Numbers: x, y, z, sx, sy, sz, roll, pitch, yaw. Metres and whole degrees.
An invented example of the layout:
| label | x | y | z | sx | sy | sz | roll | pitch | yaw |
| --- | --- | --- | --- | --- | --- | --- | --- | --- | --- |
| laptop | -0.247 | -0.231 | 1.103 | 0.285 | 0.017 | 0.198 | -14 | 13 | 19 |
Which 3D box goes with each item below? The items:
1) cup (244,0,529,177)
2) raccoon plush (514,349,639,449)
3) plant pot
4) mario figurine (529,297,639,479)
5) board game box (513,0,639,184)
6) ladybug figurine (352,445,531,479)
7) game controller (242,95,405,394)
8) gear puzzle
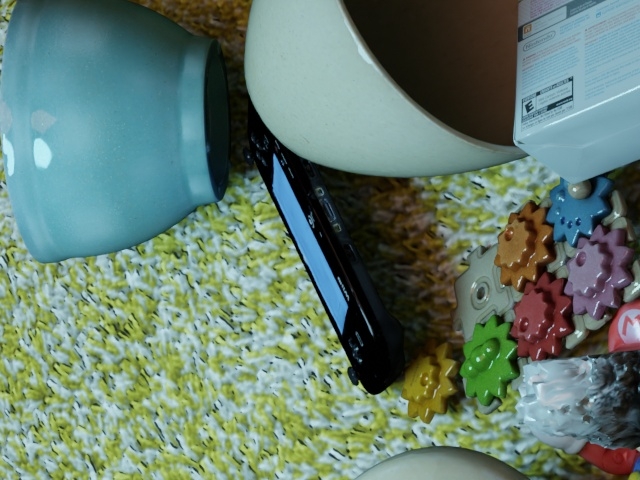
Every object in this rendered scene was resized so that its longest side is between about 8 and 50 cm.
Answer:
| label | x | y | z | sx | sy | sz | roll | pitch | yaw |
| --- | --- | --- | --- | --- | --- | --- | --- | --- | --- |
| cup | 0.063 | -0.189 | 1.536 | 0.237 | 0.331 | 0.331 | -31 | 71 | 46 |
| raccoon plush | 0.394 | 0.223 | 1.307 | 0.447 | 0.216 | 0.299 | -7 | 84 | 9 |
| plant pot | -0.200 | -0.123 | 1.725 | 0.196 | 0.293 | 0.293 | -1 | 88 | 7 |
| mario figurine | 0.294 | 0.210 | 1.429 | 0.198 | 0.170 | 0.320 | -7 | 93 | -2 |
| board game box | 0.281 | -0.227 | 1.410 | 0.224 | 0.097 | 0.303 | -21 | 51 | 39 |
| ladybug figurine | 0.116 | 0.386 | 1.492 | 0.305 | 0.162 | 0.449 | 4 | 106 | 10 |
| game controller | 0.000 | 0.000 | 1.646 | 0.067 | 0.166 | 0.319 | -26 | 73 | -3 |
| gear puzzle | 0.168 | 0.059 | 1.545 | 0.339 | 0.044 | 0.175 | -46 | 40 | 40 |
